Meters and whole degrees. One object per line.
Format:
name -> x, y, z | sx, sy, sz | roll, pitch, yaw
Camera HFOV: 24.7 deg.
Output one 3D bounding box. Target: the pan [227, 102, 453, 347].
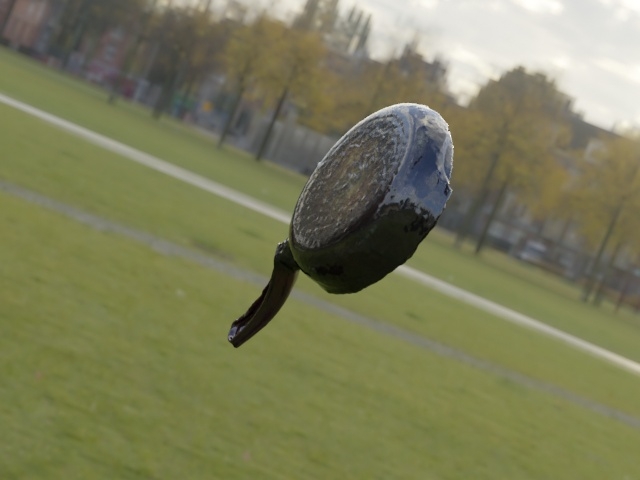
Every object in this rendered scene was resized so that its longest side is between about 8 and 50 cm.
pan -> -0.003, -0.001, 0.819 | 0.040, 0.212, 0.115 | 31, 44, -21
